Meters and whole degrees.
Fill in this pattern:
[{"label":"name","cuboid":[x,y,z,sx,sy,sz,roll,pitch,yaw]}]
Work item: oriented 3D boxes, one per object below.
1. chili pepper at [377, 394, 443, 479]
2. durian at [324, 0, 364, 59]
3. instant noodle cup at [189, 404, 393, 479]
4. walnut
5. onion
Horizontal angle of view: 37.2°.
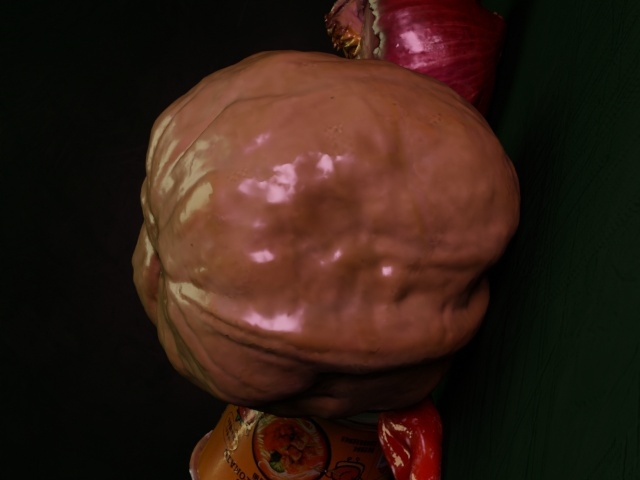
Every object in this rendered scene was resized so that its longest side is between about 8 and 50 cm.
[{"label":"chili pepper","cuboid":[0.073,0.161,0.791,0.059,0.050,0.191,-58,14,21]},{"label":"durian","cuboid":[0.150,-0.337,1.444,0.305,0.185,0.195,-52,-17,-24]},{"label":"instant noodle cup","cuboid":[-0.007,0.199,0.979,0.216,0.216,0.172,-76,9,-66]},{"label":"walnut","cuboid":[-0.001,0.002,0.720,0.253,0.277,0.282,-151,70,-68]},{"label":"onion","cuboid":[0.104,-0.176,0.980,0.248,0.161,0.248,7,-90,-74]}]
